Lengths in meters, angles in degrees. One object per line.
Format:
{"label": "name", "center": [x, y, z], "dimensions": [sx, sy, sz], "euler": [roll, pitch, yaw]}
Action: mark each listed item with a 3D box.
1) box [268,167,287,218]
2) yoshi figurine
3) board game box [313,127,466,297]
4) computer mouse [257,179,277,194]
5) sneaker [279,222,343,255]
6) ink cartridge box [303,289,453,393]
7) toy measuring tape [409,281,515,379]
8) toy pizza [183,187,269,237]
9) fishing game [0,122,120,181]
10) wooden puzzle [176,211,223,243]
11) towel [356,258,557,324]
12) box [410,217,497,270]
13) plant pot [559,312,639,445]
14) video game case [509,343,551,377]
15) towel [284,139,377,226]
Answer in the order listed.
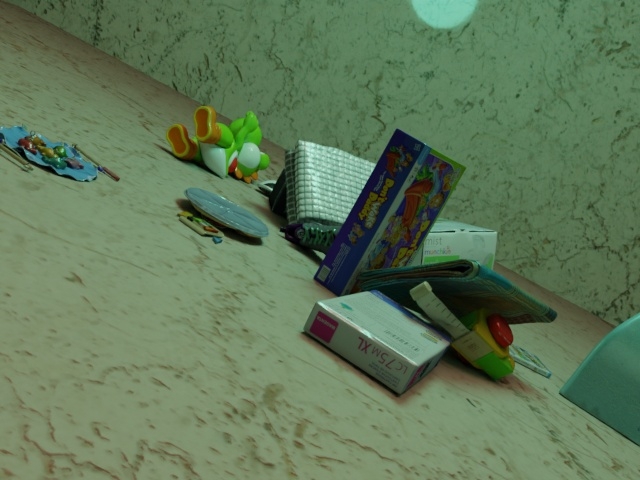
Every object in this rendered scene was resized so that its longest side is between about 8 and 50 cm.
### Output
{"label": "box", "center": [-0.030, -0.101, 2.008], "dimensions": [0.207, 0.108, 0.153], "euler": [26, 11, -12]}
{"label": "yoshi figurine", "center": [-0.279, -0.298, 2.102], "dimensions": [0.203, 0.203, 0.362], "euler": [26, 5, 28]}
{"label": "board game box", "center": [0.152, -0.042, 1.524], "dimensions": [0.078, 0.347, 0.233], "euler": [35, 12, 29]}
{"label": "computer mouse", "center": [-0.093, -0.135, 2.134], "dimensions": [0.193, 0.042, 0.106], "euler": [26, -8, -8]}
{"label": "sneaker", "center": [0.000, 0.000, 1.644], "dimensions": [0.098, 0.083, 0.223], "euler": [6, 0, -38]}
{"label": "ink cartridge box", "center": [0.111, 0.161, 1.232], "dimensions": [0.185, 0.065, 0.311], "euler": [32, 13, 18]}
{"label": "toy measuring tape", "center": [0.282, 0.158, 1.418], "dimensions": [0.330, 0.121, 0.121], "euler": [42, 3, -28]}
{"label": "toy pizza", "center": [-0.201, -0.052, 1.532], "dimensions": [0.201, 0.032, 0.201], "euler": [29, 10, -5]}
{"label": "fishing game", "center": [-0.489, -0.167, 1.318], "dimensions": [0.189, 0.041, 0.264], "euler": [35, 12, 19]}
{"label": "wooden puzzle", "center": [-0.229, -0.029, 1.395], "dimensions": [0.116, 0.014, 0.078], "euler": [32, 11, 16]}
{"label": "towel", "center": [0.287, 0.122, 1.481], "dimensions": [0.271, 0.040, 0.370], "euler": [-9, -25, 39]}
{"label": "box", "center": [0.299, 0.011, 1.947], "dimensions": [0.262, 0.127, 0.231], "euler": [-1, 12, -34]}
{"label": "plant pot", "center": [0.740, 0.304, 1.660], "dimensions": [0.247, 0.252, 0.247], "euler": [34, 11, 25]}
{"label": "video game case", "center": [0.473, 0.273, 1.768], "dimensions": [0.166, 0.015, 0.119], "euler": [27, 10, -7]}
{"label": "towel", "center": [0.043, -0.113, 1.867], "dimensions": [0.283, 0.121, 0.235], "euler": [12, 59, -29]}
